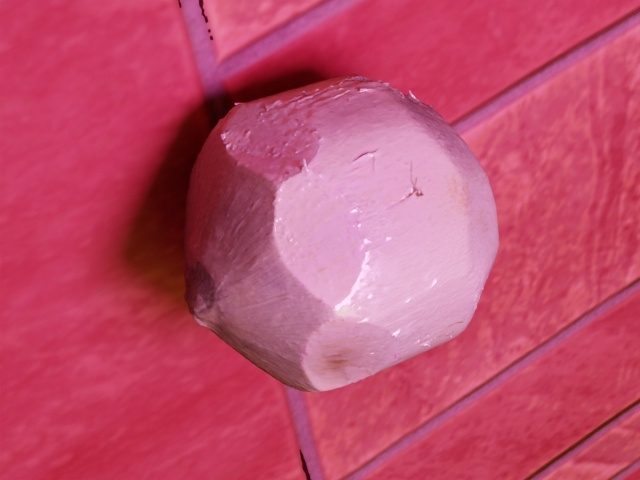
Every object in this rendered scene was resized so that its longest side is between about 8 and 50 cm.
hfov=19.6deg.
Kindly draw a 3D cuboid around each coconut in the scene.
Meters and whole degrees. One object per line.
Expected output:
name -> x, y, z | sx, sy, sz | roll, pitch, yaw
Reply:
coconut -> -0.001, -0.003, 0.981 | 0.162, 0.161, 0.161 | -17, 134, -29
